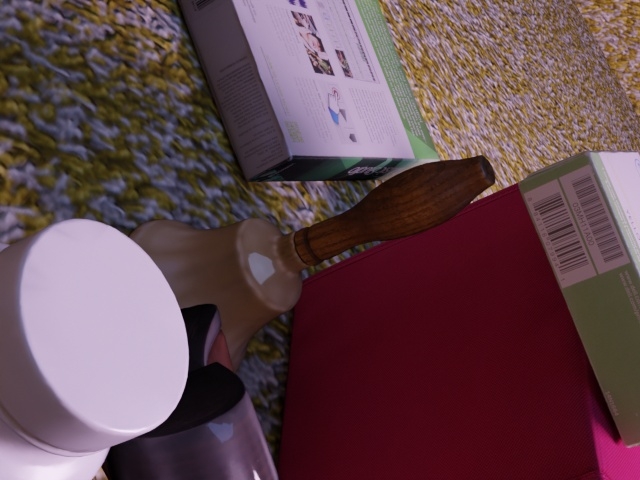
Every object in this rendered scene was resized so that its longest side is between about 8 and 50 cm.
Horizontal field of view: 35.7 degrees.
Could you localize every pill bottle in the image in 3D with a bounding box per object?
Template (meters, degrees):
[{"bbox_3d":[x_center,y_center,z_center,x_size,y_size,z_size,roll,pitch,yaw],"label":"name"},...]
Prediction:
[{"bbox_3d":[-0.149,0.064,0.387,0.108,0.193,0.108,40,37,-39],"label":"pill bottle"}]

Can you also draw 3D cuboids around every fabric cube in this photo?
[{"bbox_3d":[0.141,0.153,0.746,0.259,0.254,0.258,44,34,-34],"label":"fabric cube"}]

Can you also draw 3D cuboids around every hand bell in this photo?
[{"bbox_3d":[0.000,0.000,0.639,0.126,0.242,0.126,38,39,-39],"label":"hand bell"}]

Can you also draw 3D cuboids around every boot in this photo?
[{"bbox_3d":[-0.051,0.185,0.533,0.096,0.264,0.280,-18,104,-21],"label":"boot"}]

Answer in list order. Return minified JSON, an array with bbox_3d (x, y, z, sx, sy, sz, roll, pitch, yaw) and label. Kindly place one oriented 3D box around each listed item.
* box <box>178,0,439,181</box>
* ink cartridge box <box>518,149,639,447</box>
[{"bbox_3d":[-0.006,-0.172,0.961,0.322,0.058,0.232,-7,74,-59],"label":"box"},{"bbox_3d":[0.222,0.026,0.665,0.235,0.056,0.171,-9,75,-58],"label":"ink cartridge box"}]
